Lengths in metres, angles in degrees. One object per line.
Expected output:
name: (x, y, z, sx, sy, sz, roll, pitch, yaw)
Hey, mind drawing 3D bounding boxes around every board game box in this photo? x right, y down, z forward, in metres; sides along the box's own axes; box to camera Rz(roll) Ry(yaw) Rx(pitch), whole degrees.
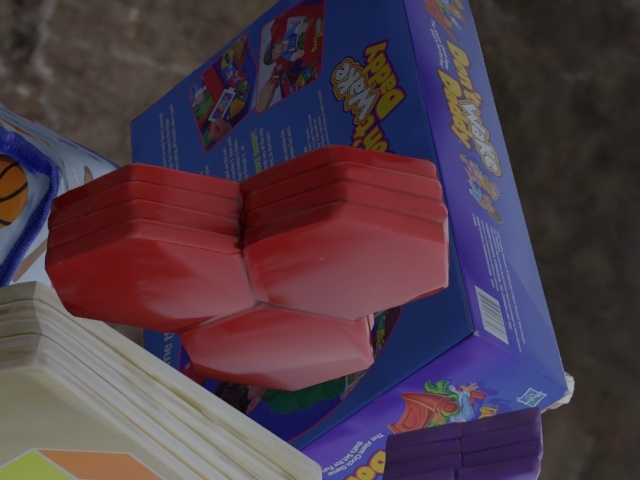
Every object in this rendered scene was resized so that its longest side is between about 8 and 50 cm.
board game box: (0.000, 0.000, 1.125, 0.233, 0.078, 0.347, -36, -140, 26)

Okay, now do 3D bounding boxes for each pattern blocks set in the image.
pattern blocks set: (-0.106, 0.059, 0.495, 0.285, 0.325, 0.026, 63, 23, -59)

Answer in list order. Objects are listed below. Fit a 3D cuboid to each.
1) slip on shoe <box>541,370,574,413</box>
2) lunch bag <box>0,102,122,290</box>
slip on shoe: (0.117, 0.151, 1.675, 0.331, 0.123, 0.101, -26, -134, 63)
lunch bag: (-0.314, 0.077, 1.368, 0.385, 0.239, 0.328, -60, 176, 1)
